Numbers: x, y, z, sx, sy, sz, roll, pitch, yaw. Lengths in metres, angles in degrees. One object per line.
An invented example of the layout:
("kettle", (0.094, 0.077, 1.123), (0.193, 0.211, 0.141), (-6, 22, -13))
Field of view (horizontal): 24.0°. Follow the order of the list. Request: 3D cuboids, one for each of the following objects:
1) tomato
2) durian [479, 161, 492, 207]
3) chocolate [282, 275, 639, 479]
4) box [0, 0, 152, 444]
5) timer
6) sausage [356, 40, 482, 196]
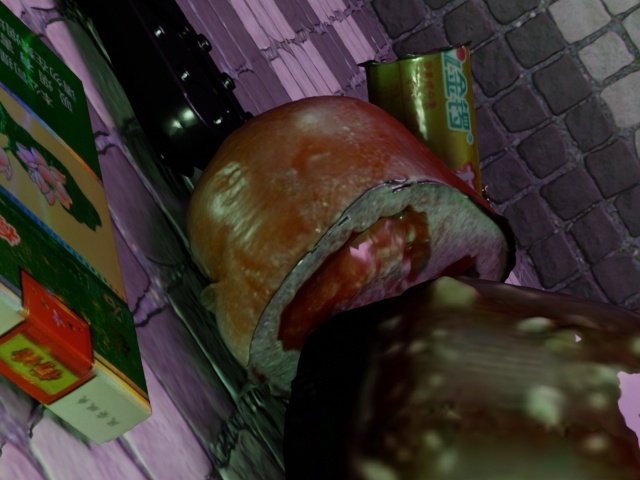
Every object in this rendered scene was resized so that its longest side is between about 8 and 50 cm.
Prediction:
("tomato", (0.000, 0.000, 0.910), (0.155, 0.180, 0.214), (48, 2, 34))
("durian", (0.043, -0.015, 1.147), (0.196, 0.167, 0.196), (33, 6, -4))
("chocolate", (0.142, 0.146, 0.816), (0.340, 0.210, 0.225), (50, 37, -49))
("box", (-0.141, -0.032, 0.671), (0.132, 0.034, 0.235), (48, 16, -42))
("timer", (-0.107, -0.117, 0.987), (0.187, 0.055, 0.144), (58, 9, 19))
("sausage", (0.081, 0.055, 1.029), (0.082, 0.082, 0.372), (-37, 121, -78))
